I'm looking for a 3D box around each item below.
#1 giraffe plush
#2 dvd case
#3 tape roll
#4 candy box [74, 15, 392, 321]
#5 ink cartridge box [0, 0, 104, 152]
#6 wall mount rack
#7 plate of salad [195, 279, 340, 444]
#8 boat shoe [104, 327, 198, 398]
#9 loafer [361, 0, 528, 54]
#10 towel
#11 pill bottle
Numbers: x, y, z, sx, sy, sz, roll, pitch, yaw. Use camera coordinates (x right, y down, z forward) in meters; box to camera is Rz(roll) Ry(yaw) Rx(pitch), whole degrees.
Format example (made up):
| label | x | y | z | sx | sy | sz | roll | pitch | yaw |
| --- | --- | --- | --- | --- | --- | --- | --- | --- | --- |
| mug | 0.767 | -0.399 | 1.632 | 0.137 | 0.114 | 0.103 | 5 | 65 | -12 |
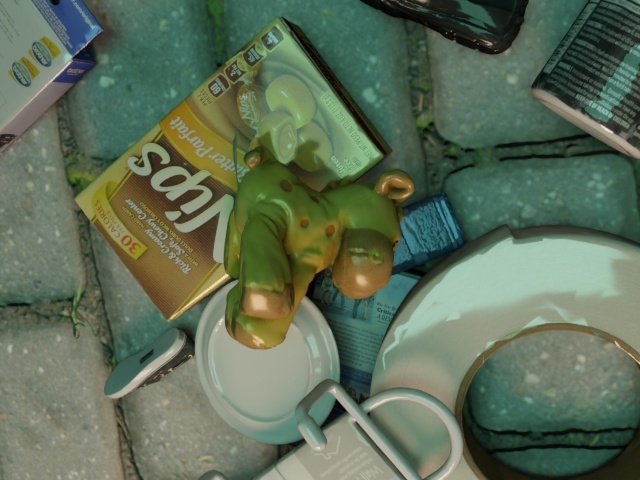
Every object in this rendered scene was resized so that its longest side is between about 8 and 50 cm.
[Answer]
| label | x | y | z | sx | sy | sz | roll | pitch | yaw |
| --- | --- | --- | --- | --- | --- | --- | --- | --- | --- |
| giraffe plush | 0.000 | 0.000 | 0.681 | 0.171 | 0.181 | 0.210 | 2 | 83 | -14 |
| dvd case | 0.055 | 0.147 | 0.820 | 0.180 | 0.022 | 0.253 | 16 | 102 | 13 |
| tape roll | 0.246 | 0.175 | 0.735 | 0.392 | 0.072 | 0.391 | 2 | 101 | 10 |
| candy box | -0.100 | -0.074 | 0.790 | 0.316 | 0.087 | 0.183 | -37 | 90 | 16 |
| ink cartridge box | -0.411 | -0.227 | 0.861 | 0.311 | 0.065 | 0.185 | -36 | 88 | 19 |
| wall mount rack | 0.022 | 0.322 | 0.710 | 0.350 | 0.130 | 0.304 | -43 | 86 | 25 |
| plate of salad | -0.062 | 0.139 | 0.824 | 0.200 | 0.048 | 0.199 | 3 | 97 | 27 |
| boat shoe | -0.214 | 0.162 | 0.880 | 0.142 | 0.049 | 0.040 | -36 | 128 | 19 |
| loafer | 0.104 | -0.265 | 0.718 | 0.223 | 0.076 | 0.078 | 24 | 99 | 5 |
| towel | 0.095 | -0.003 | 0.772 | 0.119 | 0.029 | 0.067 | -22 | 87 | 4 |
| pill bottle | 0.317 | -0.208 | 0.640 | 0.130 | 0.130 | 0.245 | 35 | 105 | 7 |
